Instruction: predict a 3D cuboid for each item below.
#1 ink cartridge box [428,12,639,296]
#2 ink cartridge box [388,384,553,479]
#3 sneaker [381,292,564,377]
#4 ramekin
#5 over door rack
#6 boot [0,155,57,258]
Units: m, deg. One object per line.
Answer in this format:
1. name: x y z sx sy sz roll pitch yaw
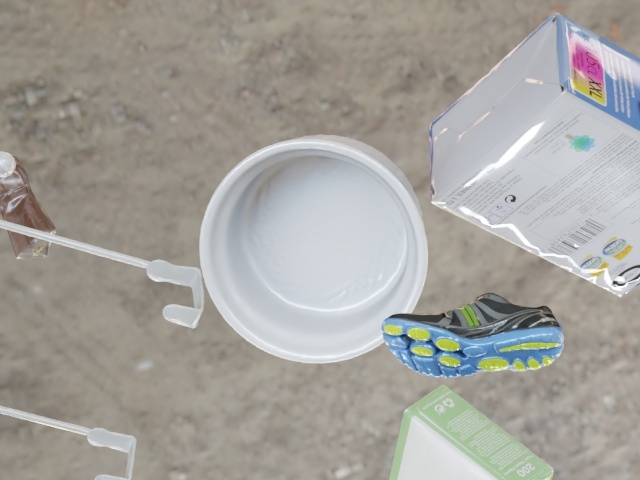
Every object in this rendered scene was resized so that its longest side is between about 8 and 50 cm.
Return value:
1. ink cartridge box: 0.372 -0.088 2.106 0.395 0.151 0.270 26 137 -24
2. ink cartridge box: 0.151 0.250 1.312 0.056 0.235 0.171 -28 142 -37
3. sneaker: 0.158 0.096 1.709 0.188 0.078 0.067 -1 127 2
4. ramekin: 0.000 0.000 2.021 0.277 0.277 0.135 -32 -173 15
5. over door rack: -0.272 0.056 1.417 0.324 0.108 0.239 23 128 -1
6. boot: -0.336 -0.017 1.736 0.106 0.114 0.037 -38 158 20
